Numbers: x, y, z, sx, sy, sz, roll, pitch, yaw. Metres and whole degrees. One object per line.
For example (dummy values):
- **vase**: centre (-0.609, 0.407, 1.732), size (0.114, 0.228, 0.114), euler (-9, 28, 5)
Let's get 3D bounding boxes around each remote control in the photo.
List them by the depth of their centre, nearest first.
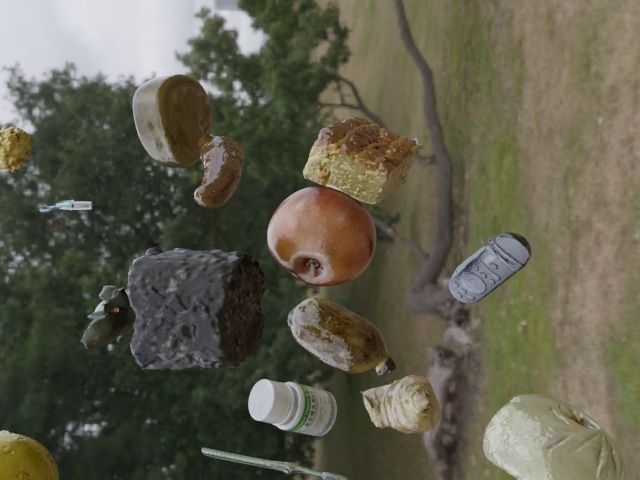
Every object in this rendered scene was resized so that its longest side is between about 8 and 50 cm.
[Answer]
- **remote control**: centre (0.350, 0.048, 1.640), size (0.066, 0.090, 0.266), euler (-55, 1, -33)

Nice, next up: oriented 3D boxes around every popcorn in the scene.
- **popcorn**: centre (-0.547, -0.162, 1.419), size (0.083, 0.057, 0.082), euler (26, -107, -70)

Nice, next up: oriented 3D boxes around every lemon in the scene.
- **lemon**: centre (-0.491, 0.384, 1.227), size (0.206, 0.173, 0.174), euler (-35, -47, -59)

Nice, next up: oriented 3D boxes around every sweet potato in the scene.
- **sweet potato**: centre (-0.225, -0.178, 1.805), size (0.341, 0.114, 0.092), euler (-103, -3, -58)

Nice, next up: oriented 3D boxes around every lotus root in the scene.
- **lotus root**: centre (0.050, 0.217, 1.739), size (0.129, 0.260, 0.145), euler (-67, -15, 14)

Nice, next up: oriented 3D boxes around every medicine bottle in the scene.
- **medicine bottle**: centre (-0.078, 0.470, 2.273), size (0.139, 0.236, 0.139), euler (-26, 53, 40)

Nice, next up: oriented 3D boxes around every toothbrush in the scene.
- **toothbrush**: centre (-0.087, 0.425, 1.510), size (0.028, 0.294, 0.026), euler (-63, -21, -47)

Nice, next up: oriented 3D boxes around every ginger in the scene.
- **ginger**: centre (0.206, 0.403, 1.954), size (0.267, 0.152, 0.138), euler (-26, 68, 53)

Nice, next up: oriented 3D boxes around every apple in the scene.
- **apple**: centre (0.000, 0.000, 1.477), size (0.201, 0.201, 0.162), euler (96, -162, -48)

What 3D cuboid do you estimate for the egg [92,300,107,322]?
- **egg**: centre (-0.552, 0.204, 2.098), size (0.085, 0.085, 0.110), euler (102, -175, -69)

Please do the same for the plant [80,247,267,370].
- **plant**: centre (-0.265, 0.116, 1.410), size (0.215, 0.312, 0.213), euler (-7, -79, -69)

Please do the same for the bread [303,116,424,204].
- **bread**: centre (0.093, -0.175, 1.687), size (0.274, 0.184, 0.114), euler (-39, -30, -62)

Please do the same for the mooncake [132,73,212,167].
- **mooncake**: centre (-0.363, -0.309, 1.997), size (0.235, 0.117, 0.235), euler (1, -90, -65)

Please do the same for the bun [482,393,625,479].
- **bun**: centre (0.399, 0.350, 1.359), size (0.153, 0.243, 0.244), euler (-58, 4, -1)

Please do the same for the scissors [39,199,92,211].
- **scissors**: centre (-0.403, -0.055, 1.290), size (0.058, 0.119, 0.014), euler (-25, -70, -44)
